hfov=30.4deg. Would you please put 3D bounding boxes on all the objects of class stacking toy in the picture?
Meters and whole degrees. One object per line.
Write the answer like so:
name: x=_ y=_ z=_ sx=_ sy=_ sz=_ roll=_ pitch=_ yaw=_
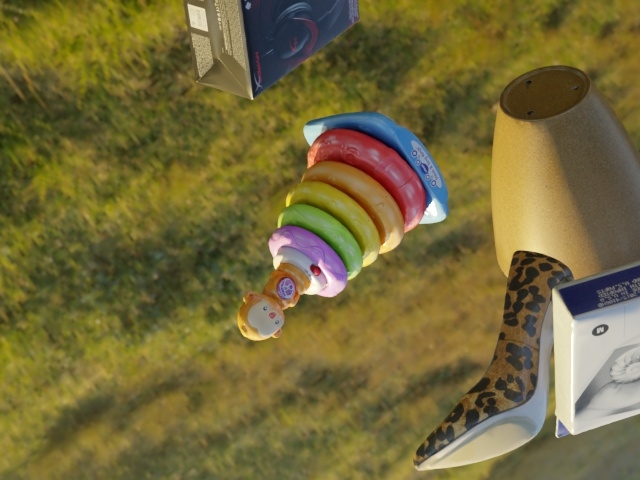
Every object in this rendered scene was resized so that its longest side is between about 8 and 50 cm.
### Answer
stacking toy: x=0.000 y=0.000 z=1.381 sx=0.302 sy=0.166 sz=0.175 roll=-51 pitch=120 yaw=-28

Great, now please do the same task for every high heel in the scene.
high heel: x=0.184 y=0.129 z=1.291 sx=0.261 sy=0.186 sz=0.093 roll=-31 pitch=142 yaw=-1

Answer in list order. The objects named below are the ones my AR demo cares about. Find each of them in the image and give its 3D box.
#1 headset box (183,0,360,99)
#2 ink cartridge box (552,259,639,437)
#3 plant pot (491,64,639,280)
headset box: x=-0.057 y=-0.365 z=1.640 sx=0.293 sy=0.110 sz=0.218 roll=-42 pitch=141 yaw=-38
ink cartridge box: x=0.309 y=0.092 z=1.004 sx=0.223 sy=0.045 sz=0.224 roll=-17 pitch=137 yaw=-3
plant pot: x=0.320 y=-0.095 z=1.560 sx=0.237 sy=0.237 sz=0.254 roll=-34 pitch=128 yaw=-12
